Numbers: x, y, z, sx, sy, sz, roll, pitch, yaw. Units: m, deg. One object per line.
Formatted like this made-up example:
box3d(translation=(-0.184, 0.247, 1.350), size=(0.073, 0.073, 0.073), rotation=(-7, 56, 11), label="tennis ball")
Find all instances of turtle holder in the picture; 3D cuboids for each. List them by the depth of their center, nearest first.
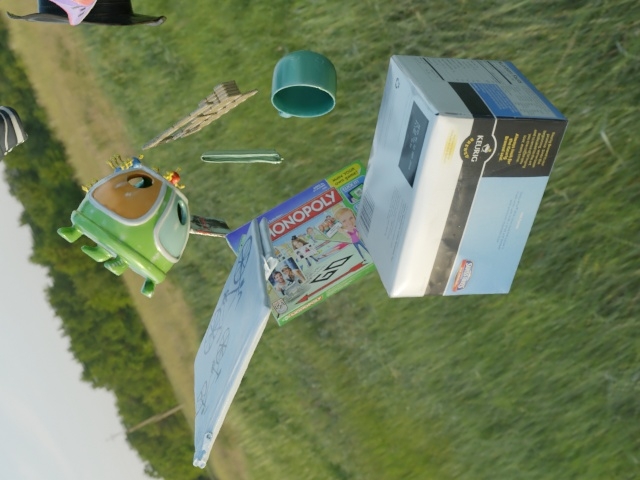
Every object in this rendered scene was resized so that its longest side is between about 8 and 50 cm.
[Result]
box3d(translation=(-0.387, -0.019, 1.872), size=(0.243, 0.227, 0.320), rotation=(24, 166, 46), label="turtle holder")

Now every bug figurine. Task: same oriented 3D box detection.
box3d(translation=(-0.502, -0.147, 2.251), size=(0.279, 0.216, 0.072), rotation=(22, 142, 43), label="bug figurine")

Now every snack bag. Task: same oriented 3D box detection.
box3d(translation=(-0.146, 0.158, 1.431), size=(0.342, 0.037, 0.323), rotation=(-108, 40, -66), label="snack bag")

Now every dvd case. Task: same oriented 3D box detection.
box3d(translation=(-0.277, -0.036, 2.024), size=(0.087, 0.119, 0.013), rotation=(52, 130, 56), label="dvd case")

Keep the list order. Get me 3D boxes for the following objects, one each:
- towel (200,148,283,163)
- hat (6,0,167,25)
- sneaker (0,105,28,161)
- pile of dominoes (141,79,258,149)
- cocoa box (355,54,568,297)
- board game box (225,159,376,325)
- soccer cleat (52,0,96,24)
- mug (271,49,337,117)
box3d(translation=(-0.250, -0.266, 2.686), size=(0.325, 0.247, 0.038), rotation=(-126, 36, -79), label="towel")
box3d(translation=(-0.491, -0.522, 1.781), size=(0.331, 0.331, 0.134), rotation=(-148, 58, -63), label="hat")
box3d(translation=(-0.789, -0.199, 2.002), size=(0.099, 0.153, 0.282), rotation=(39, 128, 3), label="sneaker")
box3d(translation=(-0.288, -0.301, 1.995), size=(0.251, 0.196, 0.040), rotation=(-26, 93, 34), label="pile of dominoes")
box3d(translation=(0.222, -0.106, 1.426), size=(0.231, 0.228, 0.347), rotation=(-112, 27, -51), label="cocoa box")
box3d(translation=(0.000, 0.000, 1.682), size=(0.213, 0.317, 0.046), rotation=(55, 169, 23), label="board game box")
box3d(translation=(-0.495, -0.448, 1.309), size=(0.116, 0.318, 0.109), rotation=(-58, 16, 27), label="soccer cleat")
box3d(translation=(-0.043, -0.319, 1.707), size=(0.129, 0.157, 0.097), rotation=(32, -124, -53), label="mug")
